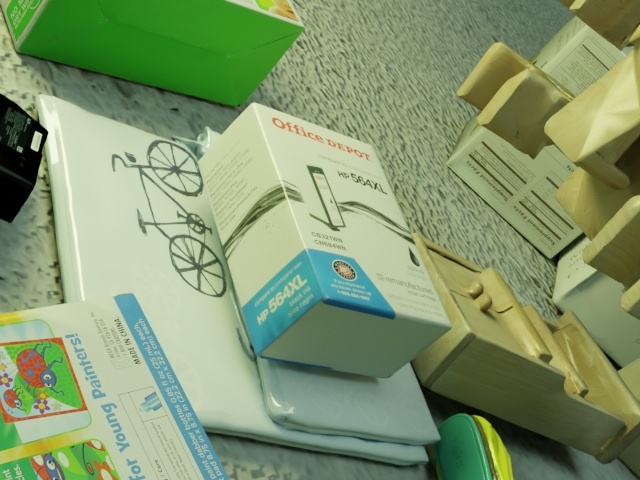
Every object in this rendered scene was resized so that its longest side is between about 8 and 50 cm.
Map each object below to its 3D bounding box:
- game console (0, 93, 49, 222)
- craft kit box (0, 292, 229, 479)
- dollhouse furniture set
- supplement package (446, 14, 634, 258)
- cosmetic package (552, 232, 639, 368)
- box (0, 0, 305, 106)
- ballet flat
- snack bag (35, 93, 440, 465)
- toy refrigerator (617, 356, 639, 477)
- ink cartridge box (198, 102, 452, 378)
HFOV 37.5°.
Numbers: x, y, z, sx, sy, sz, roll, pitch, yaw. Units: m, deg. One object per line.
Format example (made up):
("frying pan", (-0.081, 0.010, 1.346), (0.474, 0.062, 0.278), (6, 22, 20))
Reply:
("game console", (-0.275, -0.048, 0.539), (0.213, 0.044, 0.361), (30, 19, -23))
("craft kit box", (-0.153, 0.154, 0.473), (0.246, 0.061, 0.250), (-4, 55, -48))
("dollhouse furniture set", (0.282, -0.012, 0.873), (0.256, 0.394, 0.362), (26, 24, -30))
("supplement package", (0.345, -0.158, 1.286), (0.198, 0.263, 0.199), (42, 30, -4))
("cosmetic package", (0.553, 0.009, 1.273), (0.327, 0.329, 0.394), (42, 29, -4))
("box", (-0.183, -0.273, 0.922), (0.262, 0.127, 0.231), (8, 48, -45))
("ballet flat", (0.135, 0.236, 0.739), (0.077, 0.077, 0.231), (46, 25, -26))
("snack bag", (-0.070, 0.023, 0.780), (0.342, 0.037, 0.323), (18, 40, -38))
("toy refrigerator", (0.433, 0.259, 1.057), (0.269, 0.094, 0.102), (43, 37, -1))
("ink cartridge box", (0.000, 0.000, 0.773), (0.148, 0.086, 0.203), (15, 43, -41))
